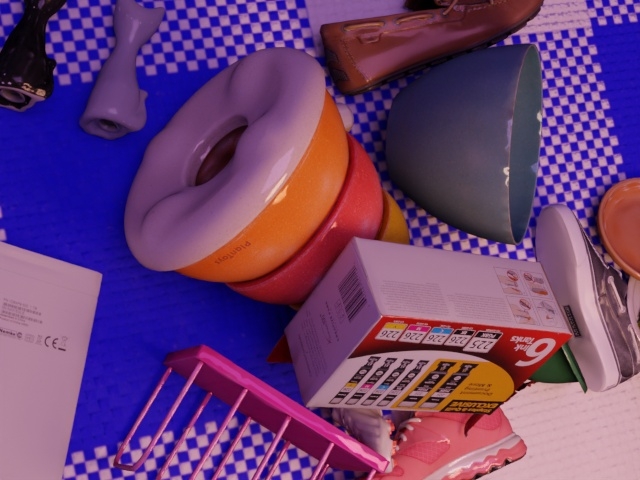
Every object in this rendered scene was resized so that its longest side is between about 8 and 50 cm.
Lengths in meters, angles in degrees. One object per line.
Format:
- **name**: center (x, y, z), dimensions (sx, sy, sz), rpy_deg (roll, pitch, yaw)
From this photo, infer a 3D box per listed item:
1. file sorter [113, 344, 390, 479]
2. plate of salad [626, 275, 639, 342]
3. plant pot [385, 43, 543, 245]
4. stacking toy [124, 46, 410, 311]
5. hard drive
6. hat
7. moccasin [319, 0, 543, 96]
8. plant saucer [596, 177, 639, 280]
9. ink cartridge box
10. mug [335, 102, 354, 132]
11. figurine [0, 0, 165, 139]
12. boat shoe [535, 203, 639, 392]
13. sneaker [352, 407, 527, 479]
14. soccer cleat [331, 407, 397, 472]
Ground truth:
- **file sorter**: center (-0.103, 0.293, 1.612), dimensions (0.291, 0.202, 0.182), rpy_deg (34, 73, -12)
- **plate of salad**: center (0.573, 0.111, 1.966), dimensions (0.200, 0.048, 0.199), rpy_deg (10, 69, -28)
- **plant pot**: center (0.205, -0.144, 1.789), dimensions (0.195, 0.290, 0.290), rpy_deg (5, 77, 17)
- **stacking toy**: center (0.000, 0.000, 1.695), dimensions (0.480, 0.351, 0.350), rpy_deg (41, 69, -30)
- **hard drive**: center (-0.410, 0.185, 1.550), dimensions (0.233, 0.047, 0.353), rpy_deg (22, 71, -44)
- **hat**: center (0.281, 0.186, 1.836), dimensions (0.184, 0.208, 0.173), rpy_deg (-27, 71, 9)
- **moccasin**: center (0.174, -0.343, 1.869), dimensions (0.380, 0.139, 0.147), rpy_deg (-21, 98, -13)
- **plant saucer**: center (0.532, -0.008, 1.964), dimensions (0.200, 0.037, 0.200), rpy_deg (7, 58, -12)
- **ink cartridge box**: center (0.125, 0.142, 1.633), dimensions (0.310, 0.272, 0.130), rpy_deg (7, 48, -30)
- **mug**: center (0.012, -0.172, 1.820), dimensions (0.064, 0.078, 0.062), rpy_deg (-18, 55, -31)
- **figurine**: center (-0.328, -0.267, 1.687), dimensions (0.215, 0.092, 0.209), rpy_deg (17, 71, -18)
- **boat shoe**: center (0.424, 0.080, 1.900), dimensions (0.102, 0.108, 0.301), rpy_deg (-20, 91, -22)
- **sneaker**: center (0.142, 0.304, 1.769), dimensions (0.314, 0.116, 0.136), rpy_deg (-15, 74, -27)
- **soccer cleat**: center (0.057, 0.255, 1.708), dimensions (0.076, 0.196, 0.068), rpy_deg (-9, 125, -7)
